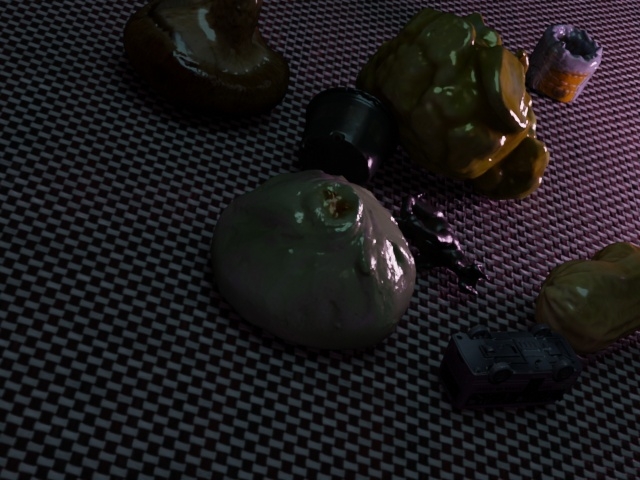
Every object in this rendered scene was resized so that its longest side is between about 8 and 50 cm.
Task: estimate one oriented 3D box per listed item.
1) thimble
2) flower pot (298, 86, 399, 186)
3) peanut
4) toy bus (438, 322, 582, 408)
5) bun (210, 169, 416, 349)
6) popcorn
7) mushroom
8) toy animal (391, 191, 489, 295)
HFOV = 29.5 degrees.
[{"bbox_3d":[0.489,-0.360,2.455,0.127,0.118,0.151,22,35,-6],"label":"thimble"},{"bbox_3d":[0.035,-0.147,1.892,0.157,0.157,0.107,24,45,1],"label":"flower pot"},{"bbox_3d":[0.422,0.080,1.818,0.305,0.147,0.147,-16,50,-44],"label":"peanut"},{"bbox_3d":[0.253,0.173,1.633,0.178,0.098,0.087,1,39,-24],"label":"toy bus"},{"bbox_3d":[0.000,0.000,1.637,0.293,0.187,0.293,14,33,-10],"label":"bun"},{"bbox_3d":[0.215,-0.217,1.982,0.334,0.293,0.292,13,66,-54],"label":"popcorn"},{"bbox_3d":[-0.184,-0.315,1.955,0.267,0.254,0.267,-4,48,4],"label":"mushroom"},{"bbox_3d":[0.159,0.001,1.838,0.148,0.084,0.233,19,24,-36],"label":"toy animal"}]
